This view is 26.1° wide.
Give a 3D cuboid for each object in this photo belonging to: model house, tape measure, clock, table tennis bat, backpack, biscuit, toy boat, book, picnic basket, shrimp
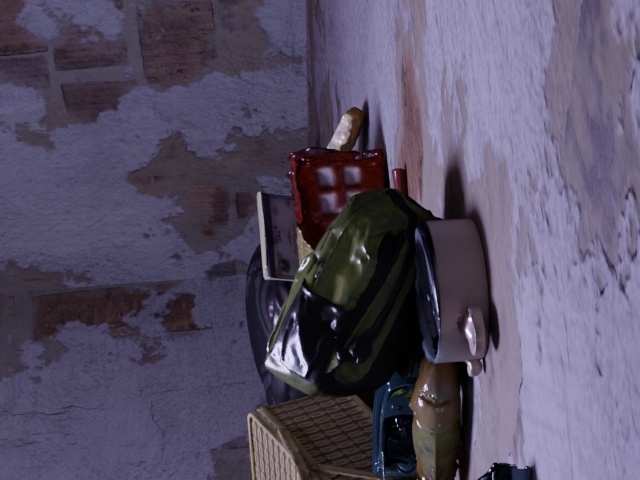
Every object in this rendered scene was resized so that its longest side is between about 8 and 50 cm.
[{"bbox_3d":[0.037,-0.002,2.240,0.196,0.160,0.254,94,169,-68],"label":"model house"},{"bbox_3d":[0.166,0.251,1.257,0.094,0.054,0.091,100,168,-49],"label":"tape measure"},{"bbox_3d":[0.135,0.055,1.464,0.229,0.063,0.155,-98,6,-63],"label":"clock"},{"bbox_3d":[0.121,-0.027,1.981,0.098,0.019,0.154,174,89,-86],"label":"table tennis bat"},{"bbox_3d":[-0.019,0.145,2.623,0.445,0.255,0.363,-125,33,-66],"label":"backpack"},{"bbox_3d":[0.003,-0.117,2.541,0.309,0.040,0.204,-57,-3,19],"label":"biscuit"},{"bbox_3d":[0.113,0.226,1.761,0.103,0.093,0.246,-87,-2,-47],"label":"toy boat"},{"bbox_3d":[0.001,0.000,2.378,0.026,0.231,0.157,-31,59,53],"label":"book"},{"bbox_3d":[0.055,0.065,1.595,0.207,0.140,0.253,0,-63,-60],"label":"backpack"},{"bbox_3d":[0.026,0.377,1.967,0.313,0.175,0.228,39,137,55],"label":"picnic basket"},{"bbox_3d":[0.138,0.210,1.632,0.145,0.061,0.267,-82,-12,-60],"label":"shrimp"}]

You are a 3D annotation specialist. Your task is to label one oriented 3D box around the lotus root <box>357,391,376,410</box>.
[{"bbox_3d":[0.080,0.207,2.115,0.122,0.112,0.081,-100,4,-52],"label":"lotus root"}]
